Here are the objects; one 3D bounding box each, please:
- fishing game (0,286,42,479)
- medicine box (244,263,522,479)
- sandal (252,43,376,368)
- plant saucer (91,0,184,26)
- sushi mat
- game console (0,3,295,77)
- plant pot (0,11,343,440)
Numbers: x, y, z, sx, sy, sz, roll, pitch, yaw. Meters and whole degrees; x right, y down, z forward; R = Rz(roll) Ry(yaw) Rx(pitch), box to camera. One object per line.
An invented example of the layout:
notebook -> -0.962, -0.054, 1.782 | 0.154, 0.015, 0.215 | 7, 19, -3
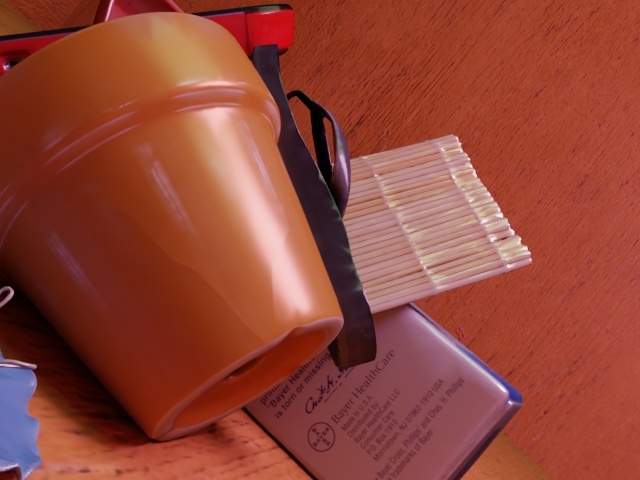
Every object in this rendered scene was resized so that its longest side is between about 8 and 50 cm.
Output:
fishing game -> -0.164, 0.012, 0.323 | 0.189, 0.041, 0.264 | 55, -8, -26
medicine box -> 0.027, 0.105, 0.759 | 0.289, 0.149, 0.263 | 41, 2, 19
sandal -> 0.000, -0.031, 0.591 | 0.097, 0.054, 0.255 | 94, -21, -66
plant saucer -> -0.155, -0.081, 0.776 | 0.047, 0.259, 0.258 | 4, -16, 27
sushi mat -> 0.000, 0.000, 0.638 | 0.019, 0.316, 0.151 | 104, -35, -52
game console -> -0.242, -0.231, 0.963 | 0.342, 0.386, 0.060 | -136, -142, -67
plant pot -> -0.088, 0.005, 0.490 | 0.188, 0.205, 0.205 | 56, 6, 16
